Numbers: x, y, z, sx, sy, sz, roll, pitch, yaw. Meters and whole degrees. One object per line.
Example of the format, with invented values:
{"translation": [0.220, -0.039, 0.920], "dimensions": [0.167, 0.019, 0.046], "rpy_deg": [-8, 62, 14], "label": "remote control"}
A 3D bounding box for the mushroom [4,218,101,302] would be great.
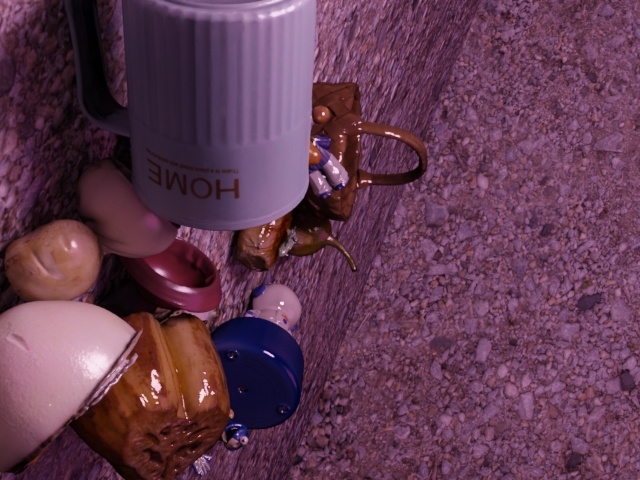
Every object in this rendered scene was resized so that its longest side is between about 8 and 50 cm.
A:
{"translation": [-0.384, 0.032, 1.173], "dimensions": [0.148, 0.112, 0.148], "rpy_deg": [-23, 140, -21], "label": "mushroom"}

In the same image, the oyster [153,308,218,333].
{"translation": [-0.285, 0.175, 1.711], "dimensions": [0.259, 0.092, 0.198], "rpy_deg": [14, 98, -82], "label": "oyster"}

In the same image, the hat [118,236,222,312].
{"translation": [-0.270, 0.066, 1.436], "dimensions": [0.089, 0.205, 0.205], "rpy_deg": [-57, 169, 23], "label": "hat"}

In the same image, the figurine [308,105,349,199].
{"translation": [-0.040, -0.218, 1.703], "dimensions": [0.194, 0.274, 0.133], "rpy_deg": [-50, -162, 33], "label": "figurine"}

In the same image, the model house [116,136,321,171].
{"translation": [-0.152, -0.139, 1.389], "dimensions": [0.271, 0.300, 0.190], "rpy_deg": [44, 62, -72], "label": "model house"}

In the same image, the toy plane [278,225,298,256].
{"translation": [-0.075, 0.007, 1.901], "dimensions": [0.083, 0.033, 0.080], "rpy_deg": [-67, -175, -29], "label": "toy plane"}

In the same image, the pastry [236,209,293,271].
{"translation": [-0.131, -0.023, 1.911], "dimensions": [0.182, 0.093, 0.193], "rpy_deg": [80, 28, -69], "label": "pastry"}

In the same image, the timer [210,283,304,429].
{"translation": [-0.143, 0.249, 2.024], "dimensions": [0.383, 0.270, 0.270], "rpy_deg": [-68, 170, -56], "label": "timer"}

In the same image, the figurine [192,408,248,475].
{"translation": [-0.261, 0.383, 1.754], "dimensions": [0.164, 0.262, 0.121], "rpy_deg": [-50, 152, -9], "label": "figurine"}

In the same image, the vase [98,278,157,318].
{"translation": [-0.320, 0.091, 1.509], "dimensions": [0.214, 0.086, 0.086], "rpy_deg": [-52, 157, -53], "label": "vase"}

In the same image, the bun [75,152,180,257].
{"translation": [-0.305, -0.039, 1.243], "dimensions": [0.120, 0.173, 0.173], "rpy_deg": [-46, 161, -4], "label": "bun"}

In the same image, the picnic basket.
{"translation": [0.098, -0.205, 1.919], "dimensions": [0.337, 0.337, 0.293], "rpy_deg": [-63, 163, -17], "label": "picnic basket"}

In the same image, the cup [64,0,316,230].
{"translation": [-0.156, -0.231, 1.105], "dimensions": [0.256, 0.331, 0.311], "rpy_deg": [-27, 141, -33], "label": "cup"}

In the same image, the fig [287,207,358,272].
{"translation": [0.000, 0.000, 2.089], "dimensions": [0.149, 0.245, 0.149], "rpy_deg": [-51, 160, -27], "label": "fig"}

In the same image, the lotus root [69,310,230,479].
{"translation": [-0.285, 0.262, 1.390], "dimensions": [0.316, 0.250, 0.316], "rpy_deg": [-27, 146, -20], "label": "lotus root"}

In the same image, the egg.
{"translation": [-0.392, 0.179, 1.132], "dimensions": [0.264, 0.174, 0.286], "rpy_deg": [-48, -174, -24], "label": "egg"}
